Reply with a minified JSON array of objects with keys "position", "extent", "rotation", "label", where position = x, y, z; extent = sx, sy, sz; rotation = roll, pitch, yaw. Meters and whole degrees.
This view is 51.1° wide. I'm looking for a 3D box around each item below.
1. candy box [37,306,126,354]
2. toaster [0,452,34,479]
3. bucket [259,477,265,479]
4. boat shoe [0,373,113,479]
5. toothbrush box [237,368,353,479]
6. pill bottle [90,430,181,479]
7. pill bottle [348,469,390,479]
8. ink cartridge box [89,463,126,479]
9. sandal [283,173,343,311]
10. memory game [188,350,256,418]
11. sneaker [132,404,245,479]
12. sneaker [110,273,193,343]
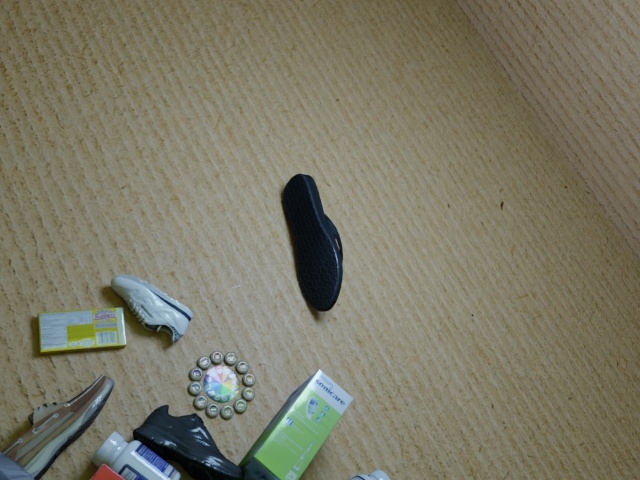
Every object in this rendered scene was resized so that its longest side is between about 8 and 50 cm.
[{"position":[-0.598,0.226,1.683],"extent":[0.205,0.027,0.105],"rotation":[-1,60,-25],"label":"candy box"},{"position":[-0.687,0.488,1.339],"extent":[0.226,0.146,0.129],"rotation":[28,76,12],"label":"toaster"},{"position":[-0.185,0.674,1.468],"extent":[0.281,0.281,0.183],"rotation":[-26,88,-34],"label":"bucket"},{"position":[-0.606,0.418,1.516],"extent":[0.116,0.123,0.324],"rotation":[39,52,3],"label":"boat shoe"},{"position":[-0.070,0.487,1.666],"extent":[0.122,0.206,0.283],"rotation":[41,54,3],"label":"toothbrush box"},{"position":[-0.426,0.528,1.537],"extent":[0.186,0.112,0.112],"rotation":[38,54,0],"label":"pill bottle"},{"position":[0.090,0.663,1.699],"extent":[0.193,0.108,0.108],"rotation":[-19,72,-32],"label":"pill bottle"},{"position":[-0.499,0.620,1.449],"extent":[0.134,0.078,0.231],"rotation":[38,64,0],"label":"ink cartridge box"},{"position":[0.001,-0.002,2.015],"extent":[0.107,0.167,0.446],"rotation":[9,57,-40],"label":"sandal"},{"position":[-0.257,0.377,1.763],"extent":[0.186,0.012,0.186],"rotation":[11,58,-18],"label":"memory game"},{"position":[-0.300,0.487,1.604],"extent":[0.286,0.109,0.130],"rotation":[28,45,6],"label":"sneaker"},{"position":[-0.452,0.175,1.749],"extent":[0.235,0.090,0.095],"rotation":[31,63,-4],"label":"sneaker"}]
